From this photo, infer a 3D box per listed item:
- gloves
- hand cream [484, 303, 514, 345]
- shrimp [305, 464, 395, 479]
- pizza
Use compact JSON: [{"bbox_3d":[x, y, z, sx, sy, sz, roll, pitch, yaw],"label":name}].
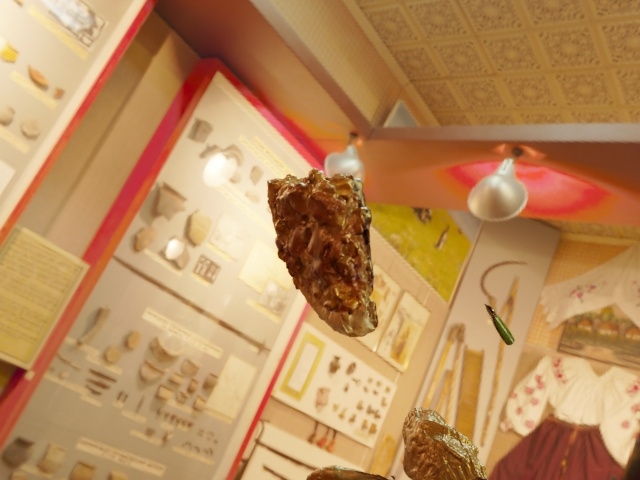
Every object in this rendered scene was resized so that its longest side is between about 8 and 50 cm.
[{"bbox_3d":[0.294,0.565,1.617,0.155,0.203,0.356,18,8,-17],"label":"gloves"},{"bbox_3d":[0.362,0.171,1.264,0.122,0.023,0.036,51,7,-36],"label":"hand cream"},{"bbox_3d":[0.064,0.454,1.147,0.190,0.042,0.101,-3,-66,11],"label":"shrimp"},{"bbox_3d":[0.000,0.000,1.177,0.114,0.409,0.277,-10,-33,-30],"label":"pizza"}]
